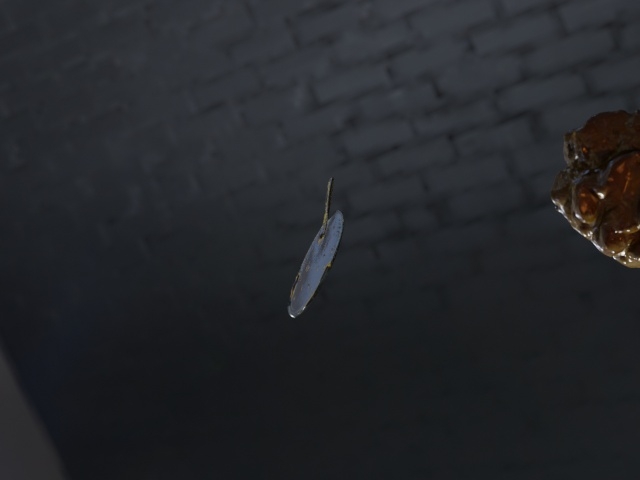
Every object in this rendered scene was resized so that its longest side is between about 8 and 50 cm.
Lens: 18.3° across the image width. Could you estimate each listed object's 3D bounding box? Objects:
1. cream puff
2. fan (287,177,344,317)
[{"bbox_3d":[0.221,-0.039,1.412,0.094,0.116,0.122,-55,-141,13],"label":"cream puff"},{"bbox_3d":[0.000,0.000,1.462,0.085,0.005,0.133,-52,-162,42],"label":"fan"}]
